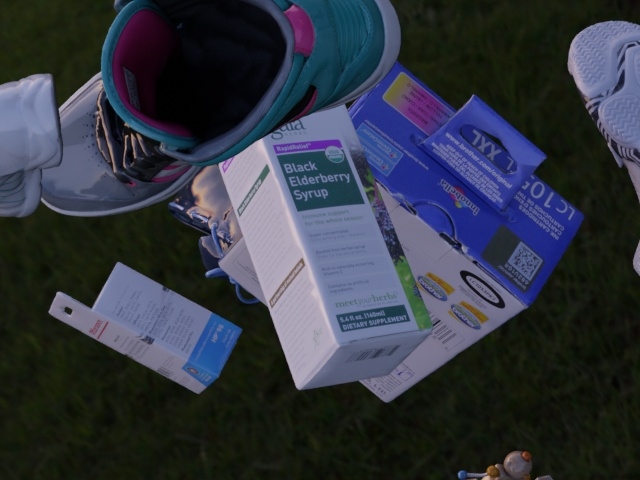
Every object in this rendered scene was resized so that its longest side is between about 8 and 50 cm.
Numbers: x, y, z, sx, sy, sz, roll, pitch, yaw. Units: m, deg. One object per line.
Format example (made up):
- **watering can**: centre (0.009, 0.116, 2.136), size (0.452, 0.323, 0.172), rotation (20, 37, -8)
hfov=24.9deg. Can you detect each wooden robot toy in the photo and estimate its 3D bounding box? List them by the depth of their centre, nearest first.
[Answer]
- **wooden robot toy**: centre (0.253, 0.306, 1.844), size (0.079, 0.173, 0.076), rotation (-57, 38, 25)

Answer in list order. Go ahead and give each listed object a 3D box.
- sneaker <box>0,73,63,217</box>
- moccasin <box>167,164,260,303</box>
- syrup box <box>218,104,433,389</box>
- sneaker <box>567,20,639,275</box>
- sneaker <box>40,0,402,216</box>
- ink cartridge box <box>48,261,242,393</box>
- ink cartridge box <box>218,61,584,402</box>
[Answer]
- **sneaker**: centre (-0.165, -0.046, 0.711), size (0.061, 0.152, 0.053), rotation (-7, 79, -18)
- **moccasin**: centre (-0.097, 0.012, 1.885), size (0.117, 0.137, 0.342), rotation (-42, 34, -1)
- **syrup box**: centre (0.000, 0.000, 1.247), size (0.093, 0.096, 0.236), rotation (-6, 63, -29)
- **sneaker**: centre (0.395, -0.073, 1.675), size (0.137, 0.210, 0.365), rotation (-25, 61, -14)
- **sneaker**: centre (-0.106, -0.088, 0.941), size (0.296, 0.178, 0.123), rotation (-25, 84, 23)
- **ink cartridge box**: centre (-0.180, 0.082, 1.477), size (0.180, 0.104, 0.060), rotation (29, 69, -7)
- **ink cartridge box**: centre (0.092, -0.009, 1.570), size (0.270, 0.395, 0.151), rotation (39, 58, -4)
